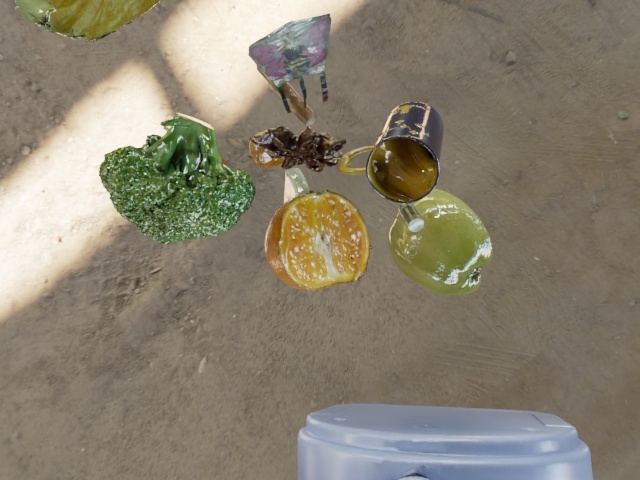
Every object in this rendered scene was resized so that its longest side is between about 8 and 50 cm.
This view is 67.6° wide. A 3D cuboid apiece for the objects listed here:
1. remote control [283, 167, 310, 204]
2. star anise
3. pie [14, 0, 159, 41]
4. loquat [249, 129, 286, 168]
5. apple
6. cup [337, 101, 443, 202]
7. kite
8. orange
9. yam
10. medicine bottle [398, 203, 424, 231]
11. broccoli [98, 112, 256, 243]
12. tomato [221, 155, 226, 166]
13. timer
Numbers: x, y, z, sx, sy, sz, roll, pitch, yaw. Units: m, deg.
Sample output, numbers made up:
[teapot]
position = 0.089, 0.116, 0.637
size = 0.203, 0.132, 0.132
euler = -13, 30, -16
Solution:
[remote control]
position = -0.082, -0.062, 1.538
size = 0.050, 0.145, 0.344
euler = -9, 137, -17
[star anise]
position = -0.059, -0.246, 1.296
size = 0.288, 0.288, 0.088
euler = 10, 82, 3
[pie]
position = -0.261, -0.372, 0.591
size = 0.306, 0.306, 0.071
euler = -42, 91, 5
[loquat]
position = -0.157, -0.287, 1.487
size = 0.137, 0.137, 0.112
euler = -12, 70, 4
[apple]
position = 0.422, 0.020, 1.703
size = 0.311, 0.320, 0.360
euler = -49, 60, 2
[cup]
position = 0.187, -0.249, 1.233
size = 0.255, 0.256, 0.178
euler = 16, 129, 6
[kite]
position = -0.050, -0.424, 1.206
size = 0.204, 0.360, 0.022
euler = -21, 74, 3
[orange]
position = 0.000, 0.004, 1.262
size = 0.310, 0.274, 0.274
euler = -16, 92, -14
[yam]
position = -0.101, -0.443, 1.428
size = 0.057, 0.057, 0.241
euler = -42, 88, 5
[medicine bottle]
position = 0.246, -0.065, 1.302
size = 0.047, 0.083, 0.047
euler = -7, 128, -9
[broccoli]
position = -0.338, -0.139, 1.150
size = 0.310, 0.413, 0.321
euler = -38, 89, 14
[tomato]
position = -0.473, -0.269, 1.881
size = 0.208, 0.184, 0.208
euler = 2, 120, 3
[timer]
position = 0.146, 0.315, 0.610
size = 0.395, 0.395, 0.173
euler = 1, 77, 3
